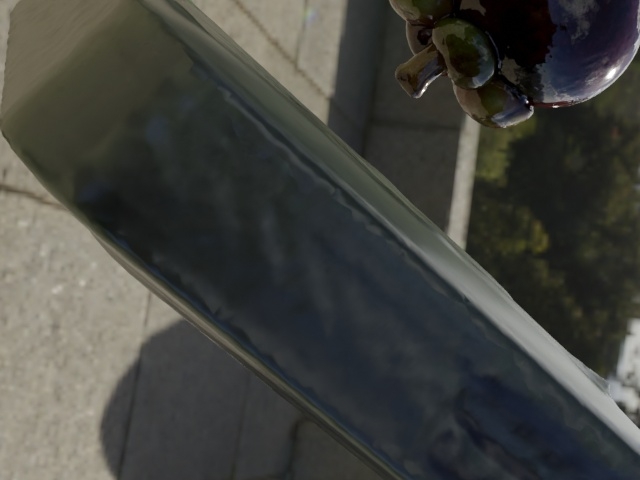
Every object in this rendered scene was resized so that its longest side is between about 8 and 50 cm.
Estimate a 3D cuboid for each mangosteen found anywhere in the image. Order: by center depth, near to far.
[{"bbox_3d":[0.138,-0.173,1.001,0.200,0.199,0.200,7,90,-77],"label":"mangosteen"}]

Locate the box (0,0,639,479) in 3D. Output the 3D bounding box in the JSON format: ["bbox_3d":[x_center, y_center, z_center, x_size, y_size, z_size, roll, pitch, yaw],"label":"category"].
[{"bbox_3d":[0.000,0.001,0.765,0.111,0.396,0.396,-46,-160,5],"label":"box"}]
